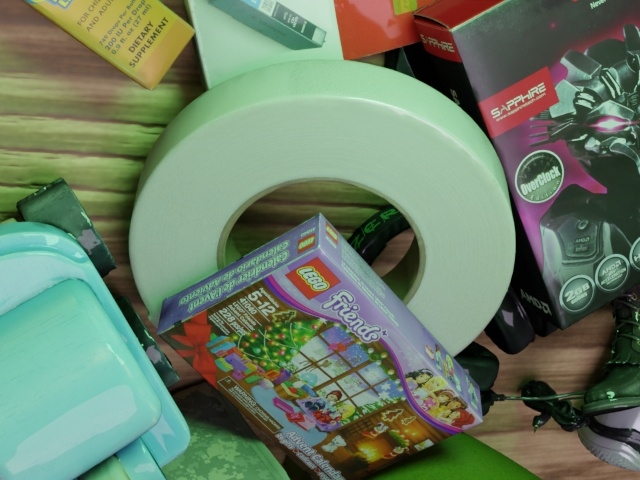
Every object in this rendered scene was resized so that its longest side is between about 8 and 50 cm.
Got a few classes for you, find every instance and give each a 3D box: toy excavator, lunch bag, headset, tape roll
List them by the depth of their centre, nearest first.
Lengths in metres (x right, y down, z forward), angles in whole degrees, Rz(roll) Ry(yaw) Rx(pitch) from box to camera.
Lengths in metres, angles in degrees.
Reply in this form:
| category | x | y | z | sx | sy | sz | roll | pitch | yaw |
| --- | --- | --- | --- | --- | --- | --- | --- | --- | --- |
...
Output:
| category | x | y | z | sx | sy | sz | roll | pitch | yaw |
| --- | --- | --- | --- | --- | --- | --- | --- | --- | --- |
| toy excavator | -0.201 | 0.207 | 1.187 | 0.222 | 0.445 | 0.433 | -30 | 115 | -9 |
| tape roll | 0.000 | 0.000 | 1.340 | 0.392 | 0.072 | 0.392 | 0 | 128 | 0 |
| lunch bag | -0.152 | 0.305 | 1.395 | 0.235 | 0.287 | 0.169 | -18 | 122 | -20 |
| headset | 0.175 | 0.107 | 1.581 | 0.394 | 0.185 | 0.243 | 39 | 91 | -21 |

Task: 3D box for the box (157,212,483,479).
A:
| category | x | y | z | sx | sy | sz | roll | pitch | yaw |
| --- | --- | --- | --- | --- | --- | --- | --- | --- | --- |
| box | 0.004 | 0.124 | 1.356 | 0.201 | 0.057 | 0.293 | -29 | 123 | 22 |

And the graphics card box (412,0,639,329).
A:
| category | x | y | z | sx | sy | sz | roll | pitch | yaw |
| --- | --- | --- | --- | --- | --- | --- | --- | --- | --- |
| graphics card box | 0.269 | -0.118 | 1.398 | 0.233 | 0.094 | 0.371 | -29 | 116 | -13 |

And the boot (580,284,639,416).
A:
| category | x | y | z | sx | sy | sz | roll | pitch | yaw |
| --- | --- | --- | --- | --- | --- | --- | --- | --- | --- |
| boot | 0.362 | 0.075 | 1.593 | 0.263 | 0.091 | 0.229 | -22 | 89 | -42 |

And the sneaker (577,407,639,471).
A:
| category | x | y | z | sx | sy | sz | roll | pitch | yaw |
| --- | --- | --- | --- | --- | --- | --- | --- | --- | --- |
| sneaker | 0.530 | 0.194 | 1.782 | 0.366 | 0.137 | 0.210 | 1 | 118 | -24 |

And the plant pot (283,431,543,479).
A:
| category | x | y | z | sx | sy | sz | roll | pitch | yaw |
| --- | --- | --- | --- | --- | --- | --- | --- | --- | --- |
| plant pot | 0.124 | 0.366 | 1.529 | 0.367 | 0.353 | 0.366 | -12 | 120 | -21 |

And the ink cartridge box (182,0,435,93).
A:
| category | x | y | z | sx | sy | sz | roll | pitch | yaw |
| --- | --- | --- | --- | --- | --- | --- | --- | --- | --- |
| ink cartridge box | -0.010 | -0.286 | 1.263 | 0.261 | 0.066 | 0.296 | -16 | 121 | -8 |

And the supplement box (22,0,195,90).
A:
| category | x | y | z | sx | sy | sz | roll | pitch | yaw |
| --- | --- | --- | --- | --- | --- | --- | --- | --- | --- |
| supplement box | -0.228 | -0.232 | 1.198 | 0.233 | 0.080 | 0.078 | 34 | 95 | -34 |

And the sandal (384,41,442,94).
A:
| category | x | y | z | sx | sy | sz | roll | pitch | yaw |
| --- | --- | --- | --- | --- | --- | --- | --- | --- | --- |
| sandal | 0.113 | -0.191 | 1.411 | 0.097 | 0.054 | 0.254 | -26 | 125 | -13 |
